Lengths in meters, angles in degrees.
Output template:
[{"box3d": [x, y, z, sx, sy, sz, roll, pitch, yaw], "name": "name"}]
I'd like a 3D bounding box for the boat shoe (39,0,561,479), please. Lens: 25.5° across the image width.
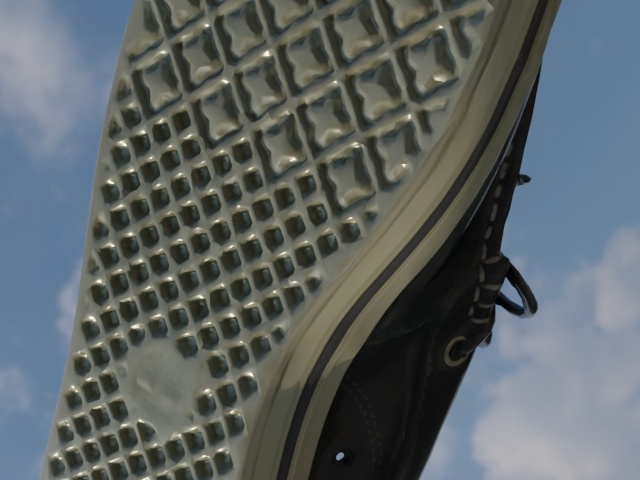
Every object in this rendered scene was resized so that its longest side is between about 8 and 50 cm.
[{"box3d": [0.000, 0.000, 0.652, 0.156, 0.187, 0.500, -10, -55, -52], "name": "boat shoe"}]
